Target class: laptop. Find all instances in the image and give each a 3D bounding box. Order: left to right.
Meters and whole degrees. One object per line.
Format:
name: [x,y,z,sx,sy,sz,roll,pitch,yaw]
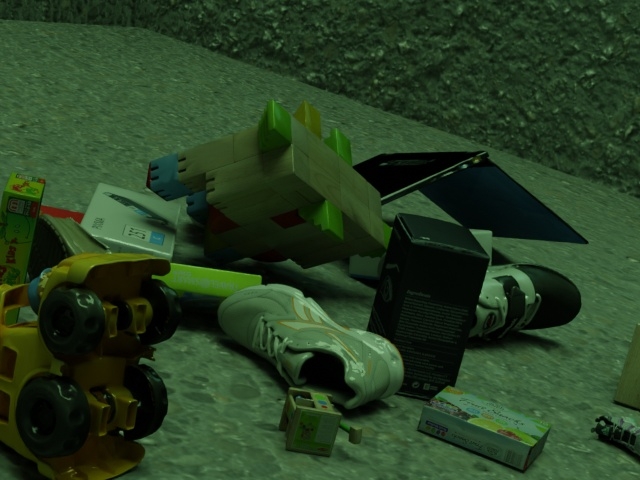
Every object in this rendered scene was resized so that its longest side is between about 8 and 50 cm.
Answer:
laptop: [0.190,-0.035,2.465,0.407,0.236,0.382,-24,12,-23]

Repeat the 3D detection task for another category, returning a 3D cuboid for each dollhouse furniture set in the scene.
dollhouse furniture set: [0.512,0.224,2.003,0.144,0.123,0.151,18,-20,12]

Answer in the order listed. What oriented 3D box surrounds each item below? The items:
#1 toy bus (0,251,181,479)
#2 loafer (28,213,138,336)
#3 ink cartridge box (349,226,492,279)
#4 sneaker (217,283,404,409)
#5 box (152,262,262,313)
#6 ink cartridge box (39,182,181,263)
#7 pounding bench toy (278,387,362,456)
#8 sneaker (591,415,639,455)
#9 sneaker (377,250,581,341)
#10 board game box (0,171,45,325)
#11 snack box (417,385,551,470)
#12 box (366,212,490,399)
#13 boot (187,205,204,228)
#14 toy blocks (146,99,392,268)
toy bus: [-0.264,0.104,1.337,0.211,0.220,0.149,16,10,32]
loafer: [-0.291,0.053,1.734,0.092,0.102,0.268,3,28,-42]
ink cartridge box: [0.168,0.022,2.240,0.148,0.086,0.203,5,5,41]
sneaker: [-0.030,0.132,1.691,0.262,0.099,0.121,20,20,25]
box: [-0.179,0.062,1.810,0.178,0.042,0.109,9,-16,-17]
ink cartridge box: [-0.345,-0.022,2.010,0.261,0.066,0.296,14,14,-7]
pounding bench toy: [0.002,0.205,1.522,0.083,0.052,0.065,11,14,-13]
sneaker: [0.386,0.252,1.759,0.069,0.038,0.098,10,6,-11]
sneaker: [0.254,0.105,2.059,0.330,0.122,0.146,8,30,-15]
board game box: [-0.365,0.020,1.598,0.043,0.181,0.092,12,15,-11]
snack box: [0.202,0.228,1.659,0.141,0.037,0.100,20,14,19]
box: [0.136,0.085,1.791,0.108,0.207,0.153,12,15,-8]
boot: [-0.096,-0.056,2.198,0.244,0.088,0.176,7,-16,-2]
toy blocks: [-0.084,-0.051,2.034,0.260,0.191,0.381,-16,-29,24]
